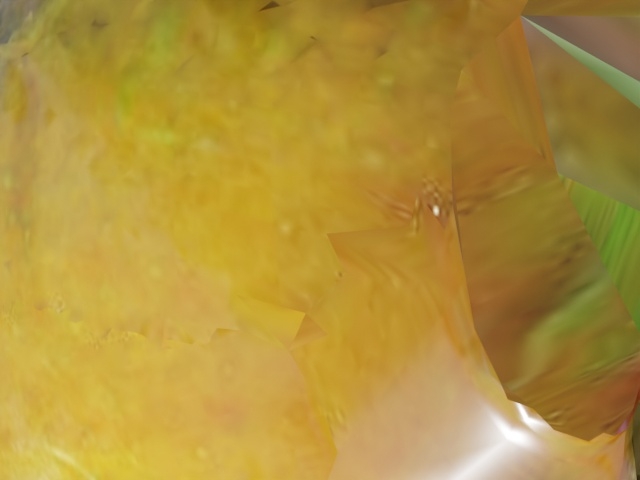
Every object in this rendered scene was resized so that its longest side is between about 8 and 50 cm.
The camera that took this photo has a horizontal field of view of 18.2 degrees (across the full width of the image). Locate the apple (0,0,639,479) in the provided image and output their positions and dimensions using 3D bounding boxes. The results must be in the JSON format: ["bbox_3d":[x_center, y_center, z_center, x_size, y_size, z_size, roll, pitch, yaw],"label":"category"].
[{"bbox_3d":[0.049,0.020,0.630,0.374,0.384,0.374,-21,-172,3],"label":"apple"}]
